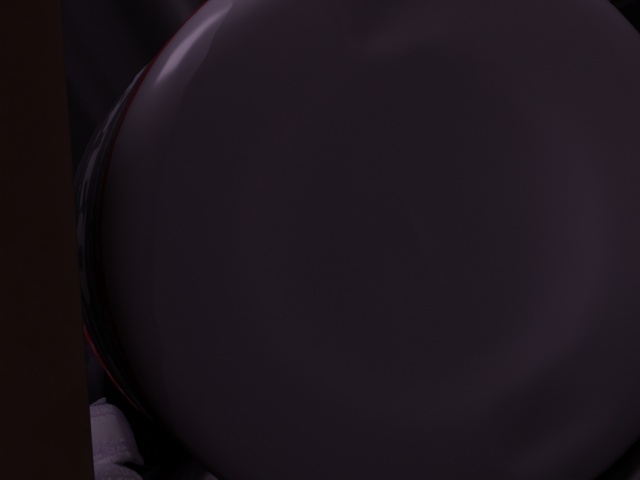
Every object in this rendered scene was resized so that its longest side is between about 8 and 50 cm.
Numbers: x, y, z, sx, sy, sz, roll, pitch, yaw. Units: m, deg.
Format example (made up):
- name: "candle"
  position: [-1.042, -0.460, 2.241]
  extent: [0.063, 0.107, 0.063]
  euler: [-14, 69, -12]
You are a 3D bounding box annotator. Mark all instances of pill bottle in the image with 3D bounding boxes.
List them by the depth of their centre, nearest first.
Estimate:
- name: "pill bottle"
  position: [0.000, 0.000, 0.602]
  extent: [0.161, 0.161, 0.283]
  euler: [-51, 8, -8]

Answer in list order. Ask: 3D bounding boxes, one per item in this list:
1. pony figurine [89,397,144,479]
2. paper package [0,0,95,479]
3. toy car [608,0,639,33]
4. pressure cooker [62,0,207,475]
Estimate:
- name: "pony figurine"
  position: [-0.283, 0.048, 0.747]
  extent: [0.351, 0.303, 0.363]
  euler: [-16, -16, -23]
- name: "paper package"
  position: [-0.182, 0.071, 0.450]
  extent: [0.168, 0.325, 0.309]
  euler: [-5, 1, -30]
- name: "toy car"
  position: [0.084, -0.133, 0.740]
  extent: [0.182, 0.136, 0.159]
  euler: [-21, 0, -14]
- name: "pressure cooker"
  position: [-0.168, -0.077, 1.059]
  extent: [0.375, 0.420, 0.370]
  euler: [21, 59, 46]
